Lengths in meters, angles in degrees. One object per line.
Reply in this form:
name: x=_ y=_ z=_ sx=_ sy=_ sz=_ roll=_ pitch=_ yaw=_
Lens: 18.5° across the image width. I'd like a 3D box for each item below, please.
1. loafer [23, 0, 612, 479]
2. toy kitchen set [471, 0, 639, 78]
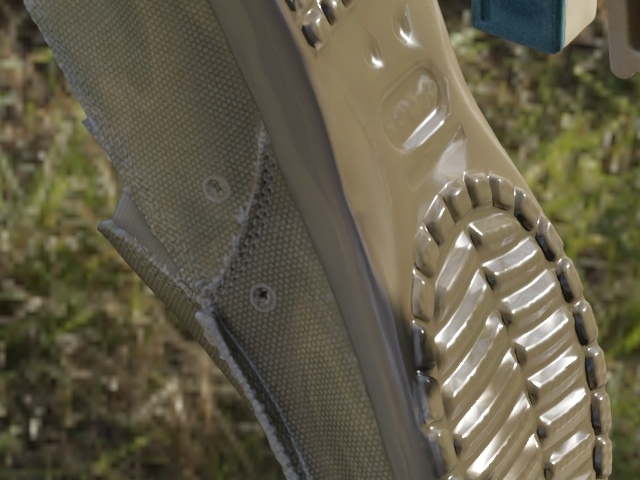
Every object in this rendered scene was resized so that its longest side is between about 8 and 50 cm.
loafer: x=0.000 y=0.000 z=0.526 sx=0.092 sy=0.268 sz=0.102 roll=-11 pitch=14 yaw=37
toy kitchen set: x=0.134 y=-0.098 z=0.893 sx=0.207 sy=0.122 sz=0.166 roll=22 pitch=46 yaw=28
